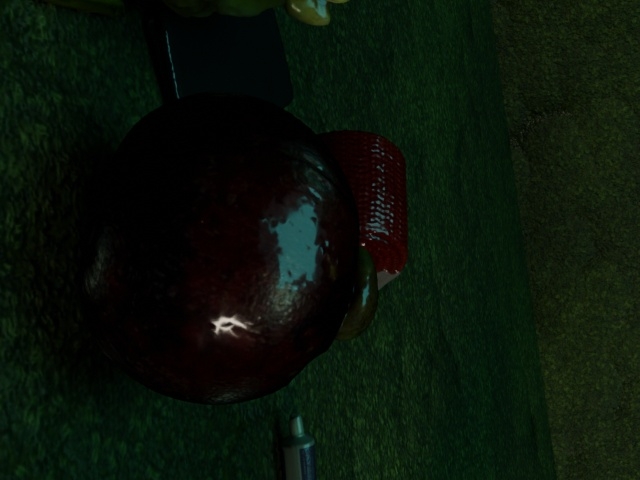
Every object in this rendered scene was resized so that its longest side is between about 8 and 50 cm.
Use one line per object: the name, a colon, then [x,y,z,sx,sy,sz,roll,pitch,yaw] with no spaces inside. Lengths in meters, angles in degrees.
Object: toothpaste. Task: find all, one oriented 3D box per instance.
toothpaste: [-0.017,0.268,0.881,0.057,0.034,0.197,-11,97,-62]

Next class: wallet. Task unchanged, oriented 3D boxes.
wallet: [-0.084,-0.166,0.851,0.244,0.025,0.124,-45,125,-63]

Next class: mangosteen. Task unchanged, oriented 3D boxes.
mangosteen: [-0.057,0.013,0.611,0.216,0.216,0.216,-7,90,-68]

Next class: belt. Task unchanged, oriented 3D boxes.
belt: [0.000,0.000,0.806,0.128,0.201,0.124,14,60,-24]

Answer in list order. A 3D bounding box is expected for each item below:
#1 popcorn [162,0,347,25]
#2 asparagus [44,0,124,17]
popcorn: [-0.051,-0.281,0.721,0.256,0.255,0.195,-42,146,-32]
asparagus: [-0.171,-0.178,0.648,0.108,0.021,0.025,-12,94,-68]
